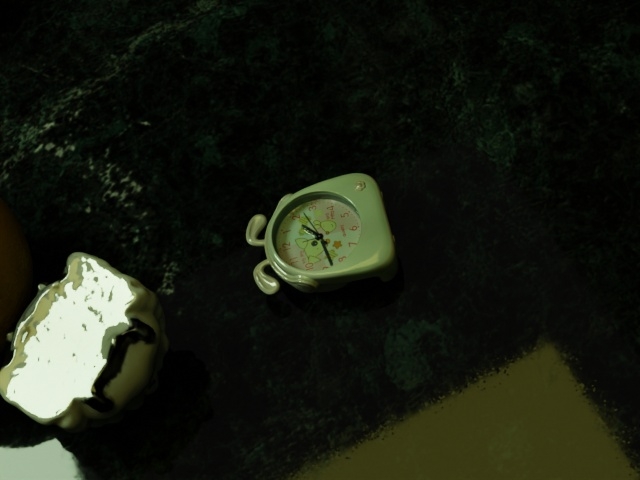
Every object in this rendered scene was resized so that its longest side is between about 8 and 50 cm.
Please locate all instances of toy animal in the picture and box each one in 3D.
[{"bbox_3d":[-0.289,0.139,1.430,0.204,0.156,0.208,25,78,21],"label":"toy animal"}]

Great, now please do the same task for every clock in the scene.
[{"bbox_3d":[0.000,0.000,1.496,0.191,0.062,0.151,-15,60,4],"label":"clock"}]

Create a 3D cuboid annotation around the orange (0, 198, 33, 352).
[{"bbox_3d":[-0.503,0.043,1.463,0.274,0.274,0.274,-5,60,9],"label":"orange"}]
